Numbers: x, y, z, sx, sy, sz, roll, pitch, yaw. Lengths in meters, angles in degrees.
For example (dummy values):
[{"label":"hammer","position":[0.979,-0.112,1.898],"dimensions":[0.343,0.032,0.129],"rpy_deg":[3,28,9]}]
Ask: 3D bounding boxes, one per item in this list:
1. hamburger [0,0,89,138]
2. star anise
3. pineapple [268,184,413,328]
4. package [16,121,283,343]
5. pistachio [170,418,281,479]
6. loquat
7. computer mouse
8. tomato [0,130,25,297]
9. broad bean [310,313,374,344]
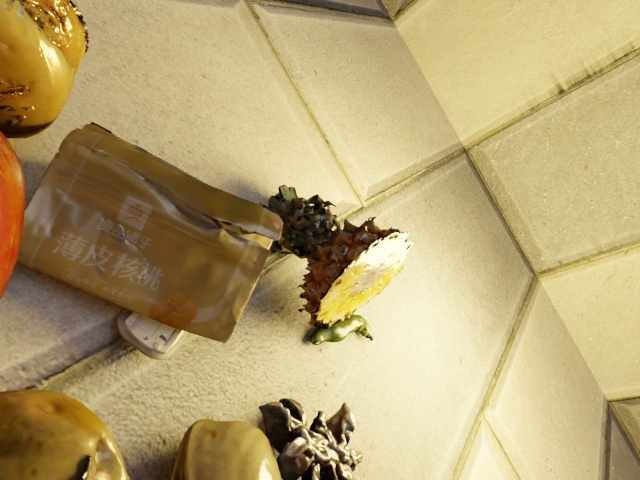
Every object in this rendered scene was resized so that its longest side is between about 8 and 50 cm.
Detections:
[{"label":"hamburger","position":[-0.438,-0.252,0.489],"dimensions":[0.305,0.284,0.174],"rpy_deg":[21,66,-38]},{"label":"star anise","position":[0.005,0.356,0.711],"dimensions":[0.282,0.129,0.212],"rpy_deg":[46,6,-3]},{"label":"pineapple","position":[0.000,0.000,0.896],"dimensions":[0.263,0.262,0.271],"rpy_deg":[-8,45,-49]},{"label":"package","position":[-0.225,-0.021,0.631],"dimensions":[0.312,0.165,0.221],"rpy_deg":[28,42,-18]},{"label":"pistachio","position":[-0.124,0.317,0.562],"dimensions":[0.153,0.137,0.238],"rpy_deg":[42,2,-15]},{"label":"loquat","position":[-0.304,0.259,0.390],"dimensions":[0.244,0.244,0.243],"rpy_deg":[26,51,-36]},{"label":"computer mouse","position":[-0.231,0.095,0.693],"dimensions":[0.102,0.045,0.199],"rpy_deg":[42,39,-14]},{"label":"tomato","position":[-0.436,-0.026,0.379],"dimensions":[0.339,0.144,0.337],"rpy_deg":[-3,95,-41]},{"label":"broad bean","position":[0.052,0.188,0.947],"dimensions":[0.196,0.046,0.061],"rpy_deg":[10,58,-46]}]
